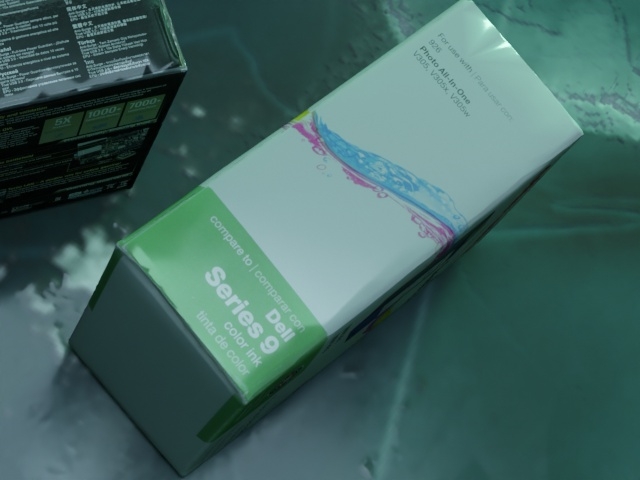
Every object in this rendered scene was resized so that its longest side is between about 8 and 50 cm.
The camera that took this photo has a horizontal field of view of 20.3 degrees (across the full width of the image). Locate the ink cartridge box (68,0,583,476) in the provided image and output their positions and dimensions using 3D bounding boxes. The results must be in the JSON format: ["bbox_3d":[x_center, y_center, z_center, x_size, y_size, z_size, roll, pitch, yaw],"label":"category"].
[{"bbox_3d":[0.000,0.000,0.835,0.212,0.154,0.093,-39,85,-24],"label":"ink cartridge box"}]

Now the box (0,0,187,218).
[{"bbox_3d":[-0.168,-0.063,0.814,0.180,0.147,0.078,-15,76,-20],"label":"box"}]
